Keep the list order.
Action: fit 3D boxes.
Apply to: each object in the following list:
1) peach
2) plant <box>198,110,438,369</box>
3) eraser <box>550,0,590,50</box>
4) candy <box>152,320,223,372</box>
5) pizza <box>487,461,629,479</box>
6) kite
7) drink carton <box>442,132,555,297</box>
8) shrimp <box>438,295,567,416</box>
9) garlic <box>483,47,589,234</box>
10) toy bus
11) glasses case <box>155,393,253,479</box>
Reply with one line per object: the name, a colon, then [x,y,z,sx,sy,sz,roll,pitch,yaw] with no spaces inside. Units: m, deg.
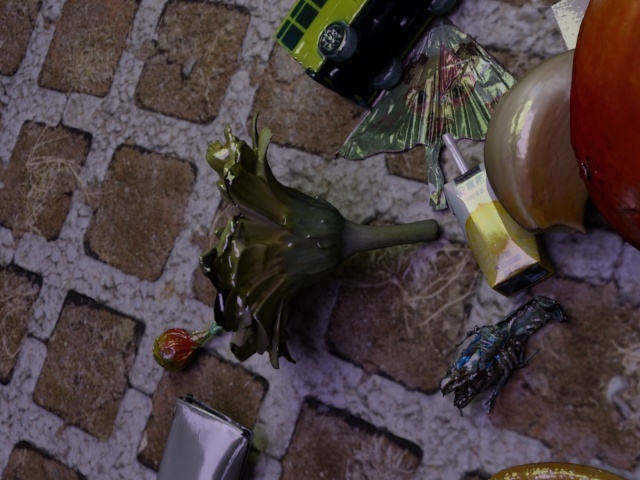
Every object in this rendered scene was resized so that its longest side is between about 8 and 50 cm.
peach: [0.390,-0.141,0.939,0.370,0.370,0.370,-9,73,32]
plant: [-0.036,0.026,1.247,0.297,0.306,0.261,24,61,10]
eraser: [0.338,-0.234,1.193,0.103,0.023,0.150,-26,64,26]
candy: [-0.147,0.125,1.423,0.201,0.060,0.060,-27,64,16]
pizza: [0.256,0.336,1.082,0.188,0.062,0.199,-5,76,35]
kite: [0.152,-0.167,1.309,0.322,0.013,0.268,-4,75,34]
drink carton: [0.197,-0.036,1.206,0.084,0.074,0.200,-32,61,21]
shrimp: [0.210,0.129,1.176,0.082,0.076,0.174,44,103,-8]
garlic: [0.276,-0.124,1.122,0.164,0.145,0.245,38,87,12]
toy bus: [0.071,-0.322,1.330,0.262,0.128,0.150,-53,49,13]
glasses case: [-0.170,0.366,1.351,0.128,0.083,0.308,14,86,30]
